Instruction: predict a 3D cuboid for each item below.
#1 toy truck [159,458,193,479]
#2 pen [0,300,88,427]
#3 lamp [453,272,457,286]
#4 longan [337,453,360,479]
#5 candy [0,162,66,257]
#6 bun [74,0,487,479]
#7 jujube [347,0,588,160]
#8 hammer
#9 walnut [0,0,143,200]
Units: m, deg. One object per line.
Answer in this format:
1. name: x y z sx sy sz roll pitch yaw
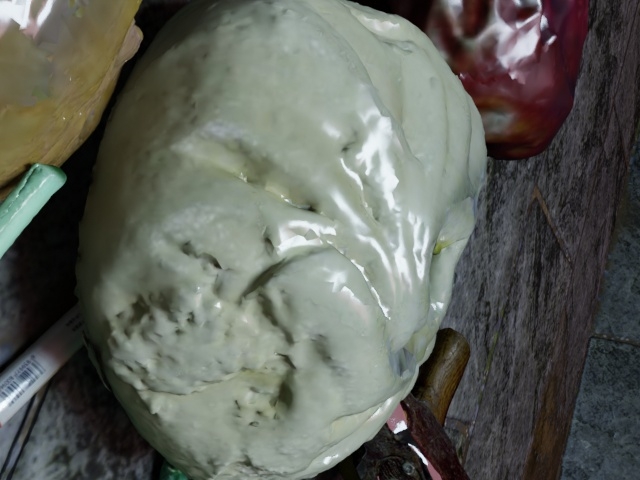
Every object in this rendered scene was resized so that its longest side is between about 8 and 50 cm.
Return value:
1. toy truck: -0.106 0.268 0.519 0.279 0.155 0.156 -25 129 -54
2. pen: -0.157 0.049 0.485 0.218 0.026 0.026 -51 139 -40
3. lamp: 0.084 0.067 0.812 0.250 0.101 0.101 -20 116 -52
4. longan: 0.052 0.260 0.861 0.075 0.075 0.083 46 19 -54
5. candy: -0.213 0.101 0.287 0.093 0.092 0.335 39 77 -10
6. bun: 0.000 0.000 0.509 0.359 0.210 0.360 10 90 -69
7. jujube: 0.130 -0.251 0.663 0.258 0.258 0.377 -28 109 -52
8. hammer: 0.143 0.197 0.905 0.242 0.095 0.409 60 25 -2
9. walnut: -0.168 -0.105 0.310 0.204 0.141 0.238 -47 140 -33
